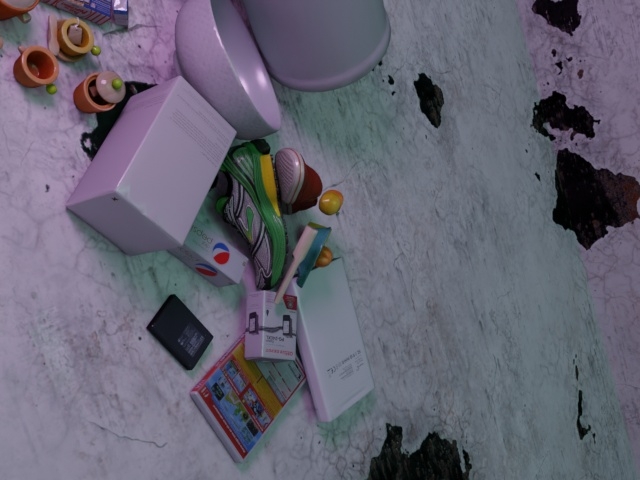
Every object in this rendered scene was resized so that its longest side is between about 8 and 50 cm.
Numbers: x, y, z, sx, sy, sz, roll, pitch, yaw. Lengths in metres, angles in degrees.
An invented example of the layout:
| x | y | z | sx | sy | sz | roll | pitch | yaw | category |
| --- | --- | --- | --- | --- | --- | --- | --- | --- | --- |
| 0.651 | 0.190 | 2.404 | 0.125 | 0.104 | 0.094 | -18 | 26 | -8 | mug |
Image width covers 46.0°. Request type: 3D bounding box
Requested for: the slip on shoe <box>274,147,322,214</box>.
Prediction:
| x | y | z | sx | sy | sz | roll | pitch | yaw | category |
| --- | --- | --- | --- | --- | --- | --- | --- | --- | --- |
| -0.047 | -0.133 | 1.703 | 0.331 | 0.101 | 0.123 | 99 | -19 | -79 | slip on shoe |

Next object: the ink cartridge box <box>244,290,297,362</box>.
| x | y | z | sx | sy | sz | roll | pitch | yaw | category |
| --- | --- | --- | --- | --- | --- | --- | --- | --- | --- |
| -0.111 | 0.196 | 1.698 | 0.109 | 0.063 | 0.151 | 15 | 70 | -46 | ink cartridge box |

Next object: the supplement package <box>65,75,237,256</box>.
| x | y | z | sx | sy | sz | roll | pitch | yaw | category |
| --- | --- | --- | --- | --- | --- | --- | --- | --- | --- |
| -0.327 | -0.143 | 1.483 | 0.177 | 0.175 | 0.293 | 45 | 52 | -34 | supplement package |

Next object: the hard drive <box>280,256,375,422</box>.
| x | y | z | sx | sy | sz | roll | pitch | yaw | category |
| --- | --- | --- | --- | --- | --- | --- | --- | --- | --- |
| 0.024 | 0.239 | 1.872 | 0.233 | 0.047 | 0.353 | -21 | 98 | -55 | hard drive |

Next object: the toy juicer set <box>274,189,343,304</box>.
| x | y | z | sx | sy | sz | roll | pitch | yaw | category |
| --- | --- | --- | --- | --- | --- | --- | --- | --- | --- |
| 0.000 | 0.000 | 1.732 | 0.089 | 0.209 | 0.329 | 27 | 30 | -1 | toy juicer set |

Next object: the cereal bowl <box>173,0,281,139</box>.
| x | y | z | sx | sy | sz | roll | pitch | yaw | category |
| --- | --- | --- | --- | --- | --- | --- | --- | --- | --- |
| -0.217 | -0.364 | 1.634 | 0.339 | 0.141 | 0.339 | -23 | 90 | -78 | cereal bowl |

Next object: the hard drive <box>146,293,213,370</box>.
| x | y | z | sx | sy | sz | roll | pitch | yaw | category |
| --- | --- | --- | --- | --- | --- | --- | --- | --- | --- |
| -0.290 | 0.191 | 1.568 | 0.135 | 0.022 | 0.094 | 53 | 48 | -26 | hard drive |

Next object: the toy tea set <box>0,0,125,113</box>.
| x | y | z | sx | sy | sz | roll | pitch | yaw | category |
| --- | --- | --- | --- | --- | --- | --- | --- | --- | --- |
| -0.495 | -0.367 | 1.382 | 0.336 | 0.124 | 0.200 | 24 | 65 | -43 | toy tea set |

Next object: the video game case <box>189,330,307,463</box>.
| x | y | z | sx | sy | sz | roll | pitch | yaw | category |
| --- | --- | --- | --- | --- | --- | --- | --- | --- | --- |
| -0.151 | 0.323 | 1.693 | 0.285 | 0.025 | 0.204 | -48 | 117 | -43 | video game case |

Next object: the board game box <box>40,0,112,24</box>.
| x | y | z | sx | sy | sz | roll | pitch | yaw | category |
| --- | --- | --- | --- | --- | --- | --- | --- | --- | --- |
| -0.483 | -0.546 | 1.493 | 0.146 | 0.045 | 0.194 | 14 | 72 | -46 | board game box |

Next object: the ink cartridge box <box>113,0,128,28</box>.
| x | y | z | sx | sy | sz | roll | pitch | yaw | category |
| --- | --- | --- | --- | --- | --- | --- | --- | --- | --- |
| -0.410 | -0.476 | 1.552 | 0.028 | 0.083 | 0.048 | 1 | 79 | -12 | ink cartridge box |

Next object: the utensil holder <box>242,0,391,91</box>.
| x | y | z | sx | sy | sz | roll | pitch | yaw | category |
| --- | --- | --- | --- | --- | --- | --- | --- | --- | --- |
| -0.027 | -0.583 | 1.688 | 0.385 | 0.327 | 0.328 | 68 | 33 | -57 | utensil holder |

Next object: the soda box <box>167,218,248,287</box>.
| x | y | z | sx | sy | sz | roll | pitch | yaw | category |
| --- | --- | --- | --- | --- | --- | --- | --- | --- | --- |
| -0.257 | 0.016 | 1.603 | 0.216 | 0.073 | 0.069 | 41 | 54 | -35 | soda box |

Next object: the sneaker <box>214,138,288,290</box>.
| x | y | z | sx | sy | sz | roll | pitch | yaw | category |
| --- | --- | --- | --- | --- | --- | --- | --- | --- | --- |
| -0.162 | -0.050 | 1.712 | 0.146 | 0.134 | 0.344 | -13 | 100 | -12 | sneaker |
